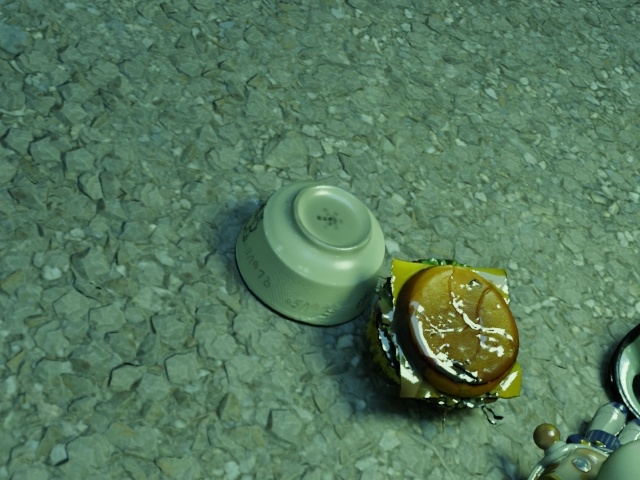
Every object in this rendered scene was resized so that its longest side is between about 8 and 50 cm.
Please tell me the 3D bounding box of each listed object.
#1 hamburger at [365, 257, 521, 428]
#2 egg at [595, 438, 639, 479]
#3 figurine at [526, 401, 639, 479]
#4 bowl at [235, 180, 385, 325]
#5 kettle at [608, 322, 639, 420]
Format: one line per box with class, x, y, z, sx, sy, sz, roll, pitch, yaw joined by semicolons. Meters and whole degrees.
hamburger;0.180;0.145;1.367;0.243;0.139;0.262;8;62;-22
egg;0.448;0.325;1.172;0.209;0.151;0.151;9;50;-10
figurine;0.377;0.328;1.329;0.193;0.133;0.274;28;38;-4
bowl;0.000;0.000;1.425;0.237;0.126;0.238;13;49;-15
kettle;0.585;0.226;1.483;0.221;0.161;0.236;-35;68;-6
